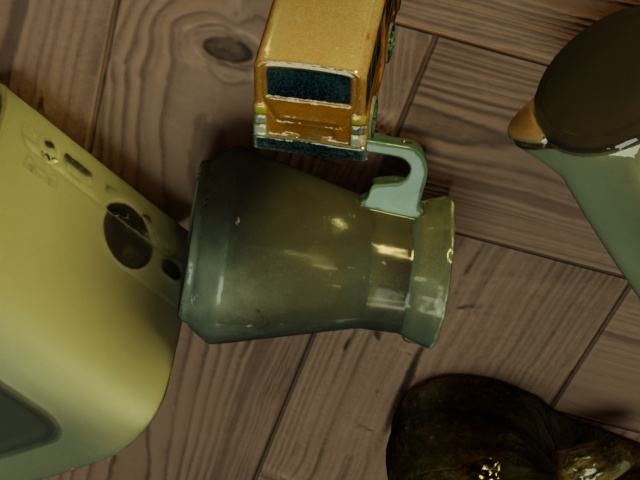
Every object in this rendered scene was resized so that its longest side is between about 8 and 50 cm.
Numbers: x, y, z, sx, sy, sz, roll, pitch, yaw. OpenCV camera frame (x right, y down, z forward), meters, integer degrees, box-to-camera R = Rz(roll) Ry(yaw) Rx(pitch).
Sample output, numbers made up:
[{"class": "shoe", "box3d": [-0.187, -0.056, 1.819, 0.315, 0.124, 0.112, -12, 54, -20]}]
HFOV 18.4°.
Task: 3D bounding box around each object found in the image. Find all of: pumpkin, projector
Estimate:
[{"class": "pumpkin", "box3d": [0.221, 0.253, 1.989, 0.317, 0.139, 0.222, 30, 145, -20]}, {"class": "projector", "box3d": [-0.288, 0.045, 1.738, 0.248, 0.248, 0.249, -20, 134, 37]}]

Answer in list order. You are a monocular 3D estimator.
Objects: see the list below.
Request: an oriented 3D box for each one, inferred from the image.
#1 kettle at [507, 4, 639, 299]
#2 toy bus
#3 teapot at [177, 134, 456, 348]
[{"class": "kettle", "box3d": [0.299, -0.066, 1.504, 0.240, 0.165, 0.255, -29, 128, 14]}, {"class": "toy bus", "box3d": [0.007, -0.154, 1.435, 0.091, 0.182, 0.103, 7, 137, 7]}, {"class": "teapot", "box3d": [0.000, 0.000, 1.687, 0.225, 0.171, 0.203, 8, 115, -6]}]
